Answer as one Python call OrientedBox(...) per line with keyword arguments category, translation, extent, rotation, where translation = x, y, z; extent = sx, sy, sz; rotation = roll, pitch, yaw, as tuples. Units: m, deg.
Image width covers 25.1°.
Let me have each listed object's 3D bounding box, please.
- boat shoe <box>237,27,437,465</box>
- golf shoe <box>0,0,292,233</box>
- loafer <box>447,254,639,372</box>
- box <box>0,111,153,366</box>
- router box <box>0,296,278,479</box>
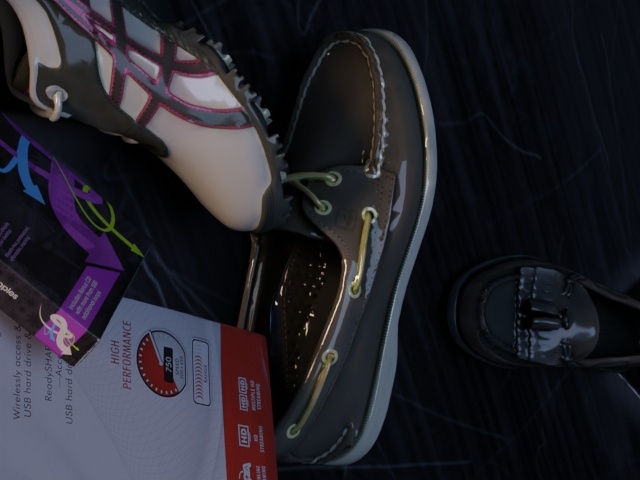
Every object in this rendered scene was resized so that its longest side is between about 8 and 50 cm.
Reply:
OrientedBox(category="boat shoe", translation=(0.004, 0.000, 0.968), extent=(0.091, 0.109, 0.305), rotation=(10, 87, -50))
OrientedBox(category="golf shoe", translation=(-0.122, -0.098, 0.862), extent=(0.120, 0.105, 0.273), rotation=(-43, 115, -19))
OrientedBox(category="loafer", translation=(0.217, 0.065, 1.204), extent=(0.268, 0.084, 0.096), rotation=(10, 83, -45))
OrientedBox(category="box", translation=(-0.170, -0.019, 0.766), extent=(0.162, 0.029, 0.116), rotation=(40, 26, -12))
OrientedBox(category="router box", translation=(-0.147, 0.189, 0.757), extent=(0.301, 0.082, 0.335), rotation=(19, 57, -45))
